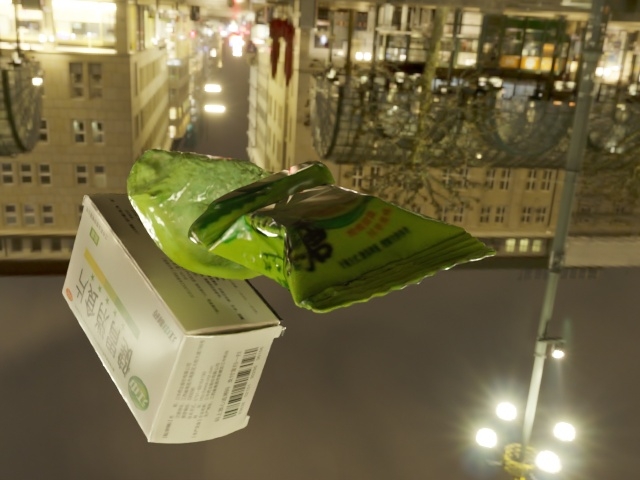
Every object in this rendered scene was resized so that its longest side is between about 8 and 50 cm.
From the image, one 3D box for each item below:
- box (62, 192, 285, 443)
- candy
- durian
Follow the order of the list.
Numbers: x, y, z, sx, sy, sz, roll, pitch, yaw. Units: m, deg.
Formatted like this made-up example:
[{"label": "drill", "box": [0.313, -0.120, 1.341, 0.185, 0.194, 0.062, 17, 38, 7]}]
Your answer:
[{"label": "box", "box": [-0.208, 0.090, 0.872, 0.145, 0.173, 0.333, -3, -145, -42]}, {"label": "candy", "box": [0.000, 0.000, 0.520, 0.149, 0.069, 0.246, -27, -155, -22]}, {"label": "durian", "box": [-0.102, -0.023, 0.745, 0.250, 0.139, 0.101, 23, -155, -34]}]
